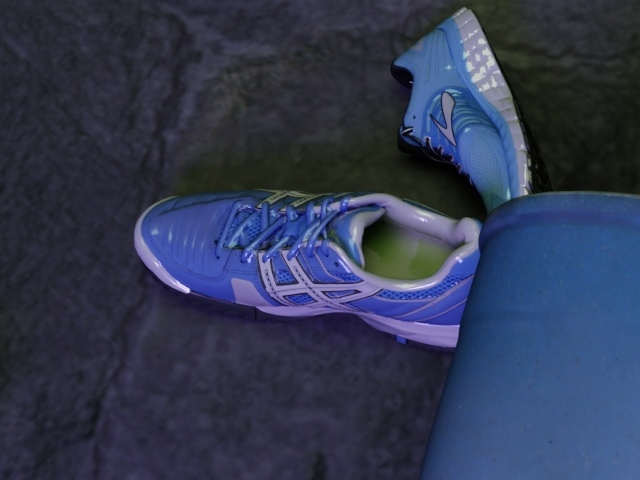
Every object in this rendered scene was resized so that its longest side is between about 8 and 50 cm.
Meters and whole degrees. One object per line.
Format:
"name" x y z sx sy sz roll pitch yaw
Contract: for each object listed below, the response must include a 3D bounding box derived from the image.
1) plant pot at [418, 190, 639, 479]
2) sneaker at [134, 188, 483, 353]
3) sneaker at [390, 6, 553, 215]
"plant pot" 0.149 0.154 0.558 0.271 0.271 0.255 19 78 16
"sneaker" 0.000 0.000 0.753 0.211 0.081 0.080 7 61 11
"sneaker" 0.084 -0.055 0.803 0.073 0.063 0.162 -24 54 11
